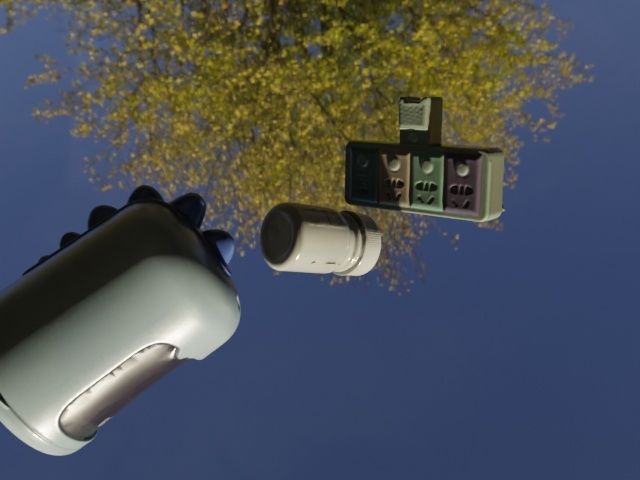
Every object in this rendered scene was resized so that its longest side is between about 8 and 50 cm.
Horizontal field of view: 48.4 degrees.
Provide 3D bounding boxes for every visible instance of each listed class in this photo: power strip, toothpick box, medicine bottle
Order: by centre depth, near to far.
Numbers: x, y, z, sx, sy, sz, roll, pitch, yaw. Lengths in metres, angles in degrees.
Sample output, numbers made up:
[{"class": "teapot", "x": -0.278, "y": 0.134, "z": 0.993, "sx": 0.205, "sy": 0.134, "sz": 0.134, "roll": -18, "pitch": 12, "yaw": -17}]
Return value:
[{"class": "power strip", "x": 0.128, "y": -0.107, "z": 0.890, "sx": 0.216, "sy": 0.145, "sz": 0.061, "roll": 11, "pitch": -163, "yaw": 39}, {"class": "toothpick box", "x": -0.274, "y": 0.086, "z": 0.970, "sx": 0.355, "sy": 0.263, "sz": 0.263, "roll": -35, "pitch": -123, "yaw": -3}, {"class": "medicine bottle", "x": 0.000, "y": 0.000, "z": 1.084, "sx": 0.168, "sy": 0.105, "sz": 0.105, "roll": 6, "pitch": -138, "yaw": -41}]
